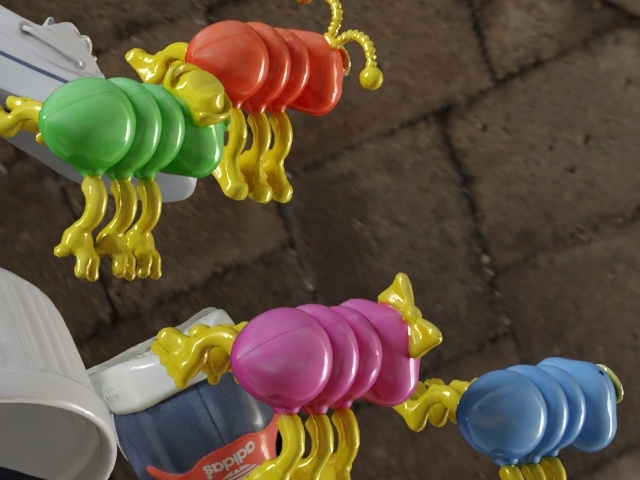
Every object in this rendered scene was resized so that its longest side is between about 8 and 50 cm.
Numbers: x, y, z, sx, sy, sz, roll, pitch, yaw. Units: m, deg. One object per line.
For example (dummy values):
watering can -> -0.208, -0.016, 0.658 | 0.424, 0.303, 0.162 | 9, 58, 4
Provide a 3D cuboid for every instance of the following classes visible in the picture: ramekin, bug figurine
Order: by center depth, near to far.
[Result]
bug figurine -> 0.000, 0.000, 0.718 | 0.216, 0.279, 0.072 | -6, 142, -53
ramekin -> -0.230, 0.101, 1.078 | 0.207, 0.109, 0.207 | -15, 149, -9

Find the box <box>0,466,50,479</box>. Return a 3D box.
box -> -0.154, 0.228, 0.836 | 0.108, 0.153, 0.207 | 19, 121, -18

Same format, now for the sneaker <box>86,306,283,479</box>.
sneaker -> -0.094, 0.139, 1.361 | 0.131, 0.350, 0.148 | -27, 92, -5

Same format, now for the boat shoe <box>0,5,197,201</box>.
boat shoe -> -0.190, -0.113, 1.268 | 0.258, 0.095, 0.084 | 29, 60, -22
